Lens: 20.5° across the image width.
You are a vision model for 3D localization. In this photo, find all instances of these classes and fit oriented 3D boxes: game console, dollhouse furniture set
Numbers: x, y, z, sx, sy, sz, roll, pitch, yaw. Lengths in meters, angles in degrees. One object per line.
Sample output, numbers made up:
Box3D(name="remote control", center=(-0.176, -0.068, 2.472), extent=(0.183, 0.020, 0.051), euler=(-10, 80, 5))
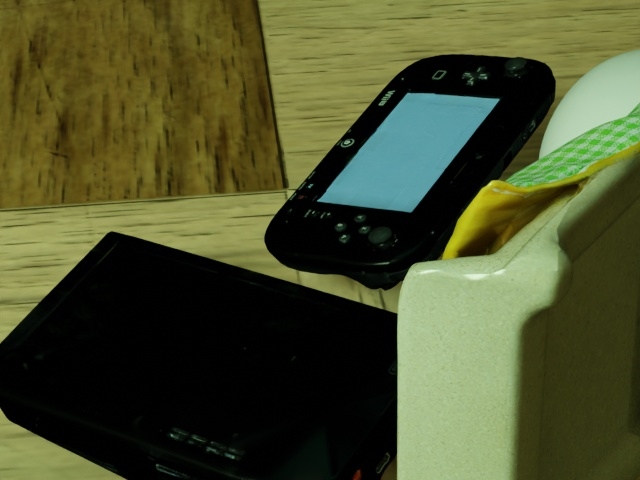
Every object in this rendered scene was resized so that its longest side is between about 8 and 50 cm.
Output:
Box3D(name="game console", center=(0.000, 0.000, 0.956), extent=(0.213, 0.044, 0.361), euler=(15, 45, 28))
Box3D(name="dollhouse furniture set", center=(0.053, 0.066, 0.650), extent=(0.151, 0.301, 0.197), euler=(20, 38, 29))

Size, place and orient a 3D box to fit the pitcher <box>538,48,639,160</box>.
Box3D(name="pitcher", center=(0.195, -0.030, 0.944), extent=(0.178, 0.125, 0.207), euler=(-27, 21, 32))
